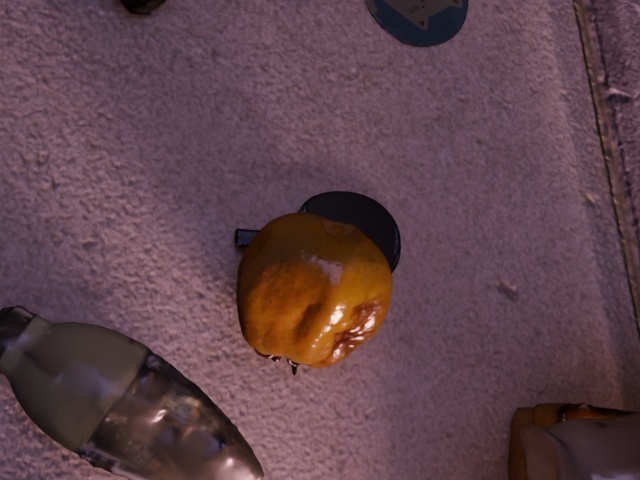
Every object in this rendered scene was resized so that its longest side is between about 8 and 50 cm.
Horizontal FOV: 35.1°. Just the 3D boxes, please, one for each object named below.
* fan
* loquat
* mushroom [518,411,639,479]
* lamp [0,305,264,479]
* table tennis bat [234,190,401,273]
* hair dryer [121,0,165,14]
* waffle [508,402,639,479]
[{"bbox_3d":[0.081,-0.275,1.026,0.113,0.005,0.175,-32,87,-22],"label":"fan"},{"bbox_3d":[-0.010,0.044,0.846,0.137,0.113,0.137,-4,111,-11],"label":"loquat"},{"bbox_3d":[0.294,0.162,0.743,0.289,0.297,0.298,-8,73,20],"label":"mushroom"},{"bbox_3d":[-0.155,0.130,0.789,0.250,0.101,0.101,34,68,-7],"label":"lamp"},{"bbox_3d":[0.000,0.000,0.918,0.158,0.014,0.095,1,75,-18],"label":"table tennis bat"},{"bbox_3d":[-0.142,-0.408,0.965,0.359,0.120,0.304,-37,96,-31],"label":"hair dryer"},{"bbox_3d":[0.270,0.310,0.866,0.224,0.098,0.328,8,74,-13],"label":"waffle"}]
